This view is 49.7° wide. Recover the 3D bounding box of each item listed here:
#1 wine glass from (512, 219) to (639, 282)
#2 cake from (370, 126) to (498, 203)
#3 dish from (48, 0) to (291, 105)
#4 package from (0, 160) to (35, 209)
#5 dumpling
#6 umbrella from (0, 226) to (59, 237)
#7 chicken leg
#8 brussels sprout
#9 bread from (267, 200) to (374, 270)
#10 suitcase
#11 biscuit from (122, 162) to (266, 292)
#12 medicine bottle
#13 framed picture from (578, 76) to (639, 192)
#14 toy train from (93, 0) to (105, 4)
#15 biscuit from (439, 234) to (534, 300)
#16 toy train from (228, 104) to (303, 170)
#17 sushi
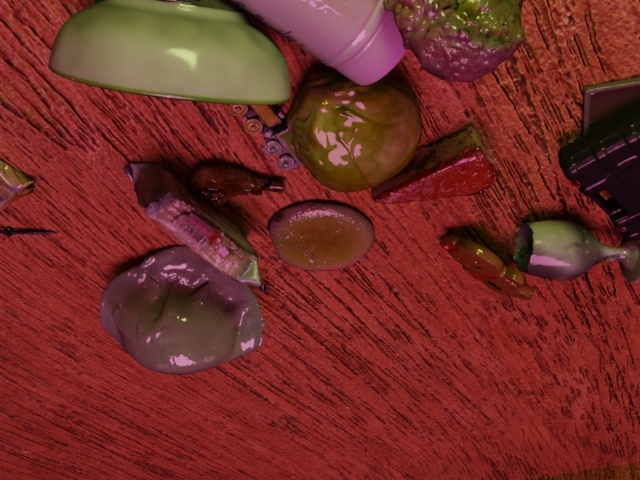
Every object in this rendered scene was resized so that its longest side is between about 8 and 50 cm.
[{"bbox_3d":[0.520,0.021,1.387,0.241,0.126,0.126,5,142,-3],"label":"wine glass"},{"bbox_3d":[0.212,-0.113,1.249,0.220,0.086,0.116,-27,132,29],"label":"cake"},{"bbox_3d":[-0.190,-0.273,0.927,0.324,0.324,0.124,7,109,-8],"label":"dish"},{"bbox_3d":[-0.615,-0.113,1.305,0.108,0.031,0.120,-28,129,30],"label":"package"},{"bbox_3d":[-0.316,0.166,1.540,0.320,0.270,0.212,-12,170,-22],"label":"dumpling"},{"bbox_3d":[-0.620,-0.017,1.437,0.148,0.022,0.022,1,-176,0],"label":"umbrella"},{"bbox_3d":[-0.155,-0.098,1.295,0.178,0.070,0.093,-2,118,-16],"label":"chicken leg"},{"bbox_3d":[0.058,-0.178,1.107,0.223,0.161,0.223,-5,144,-4],"label":"brussels sprout"},{"bbox_3d":[0.000,0.000,1.438,0.228,0.034,0.228,0,143,0],"label":"bread"},{"bbox_3d":[0.578,-0.116,1.223,0.206,0.066,0.285,-31,133,34],"label":"suitcase"},{"bbox_3d":[-0.226,-0.027,1.299,0.079,0.186,0.309,-43,128,5],"label":"biscuit"},{"bbox_3d":[-0.003,-0.332,0.920,0.254,0.152,0.152,28,134,-30],"label":"medicine bottle"},{"bbox_3d":[0.552,-0.182,1.207,0.189,0.023,0.260,-9,141,12],"label":"framed picture"},{"bbox_3d":[-0.281,-0.379,0.951,0.042,0.044,0.209,13,141,-17],"label":"toy train"},{"bbox_3d":[0.345,0.060,1.443,0.225,0.036,0.166,38,168,-31],"label":"biscuit"},{"bbox_3d":[-0.079,-0.197,1.171,0.081,0.060,0.202,-25,136,19],"label":"toy train"},{"bbox_3d":[0.200,-0.295,0.882,0.241,0.161,0.107,-28,176,-37],"label":"sushi"}]
